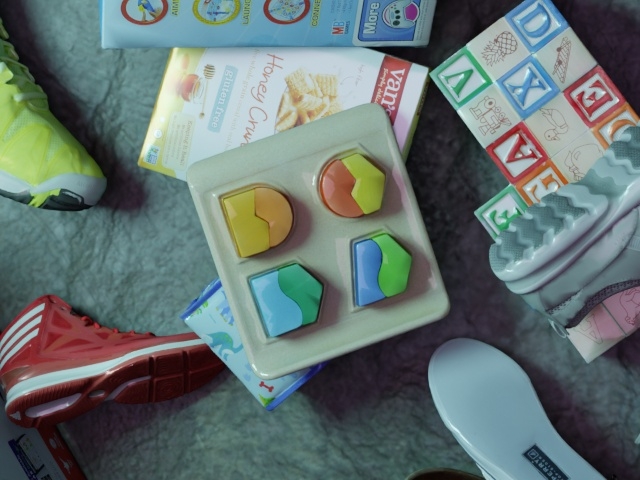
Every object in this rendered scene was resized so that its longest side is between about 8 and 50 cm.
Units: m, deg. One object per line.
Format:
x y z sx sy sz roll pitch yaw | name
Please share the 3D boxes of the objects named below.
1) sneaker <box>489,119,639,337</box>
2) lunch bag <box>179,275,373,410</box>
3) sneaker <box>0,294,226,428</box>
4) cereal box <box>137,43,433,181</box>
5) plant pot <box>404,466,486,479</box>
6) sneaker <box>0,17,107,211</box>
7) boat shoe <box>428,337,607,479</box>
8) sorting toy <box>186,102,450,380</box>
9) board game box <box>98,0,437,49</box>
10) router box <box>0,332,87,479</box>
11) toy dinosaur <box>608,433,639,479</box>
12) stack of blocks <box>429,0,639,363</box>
0.286 -0.026 1.625 0.281 0.105 0.115 -33 117 8 | sneaker
-0.032 0.062 1.747 0.151 0.096 0.129 -40 95 21 | lunch bag
-0.205 0.092 1.800 0.221 0.087 0.128 -11 54 -17 | sneaker
-0.033 -0.115 1.751 0.240 0.047 0.173 18 97 9 | cereal box
0.109 0.364 1.715 0.215 0.215 0.230 34 113 7 | plant pot
-0.348 -0.174 1.782 0.384 0.145 0.147 39 99 4 | sneaker
0.185 0.205 1.731 0.095 0.084 0.258 -28 63 -16 | boat shoe
0.000 0.000 1.686 0.193 0.038 0.208 -19 92 -8 | sorting toy
-0.037 -0.303 1.608 0.301 0.308 0.086 -1 50 -9 | board game box
-0.368 0.139 1.722 0.082 0.301 0.335 -31 88 12 | router box
0.368 0.297 1.702 0.218 0.164 0.322 -1 112 25 | toy dinosaur
0.225 -0.059 1.712 0.171 0.087 0.297 -37 86 10 | stack of blocks
